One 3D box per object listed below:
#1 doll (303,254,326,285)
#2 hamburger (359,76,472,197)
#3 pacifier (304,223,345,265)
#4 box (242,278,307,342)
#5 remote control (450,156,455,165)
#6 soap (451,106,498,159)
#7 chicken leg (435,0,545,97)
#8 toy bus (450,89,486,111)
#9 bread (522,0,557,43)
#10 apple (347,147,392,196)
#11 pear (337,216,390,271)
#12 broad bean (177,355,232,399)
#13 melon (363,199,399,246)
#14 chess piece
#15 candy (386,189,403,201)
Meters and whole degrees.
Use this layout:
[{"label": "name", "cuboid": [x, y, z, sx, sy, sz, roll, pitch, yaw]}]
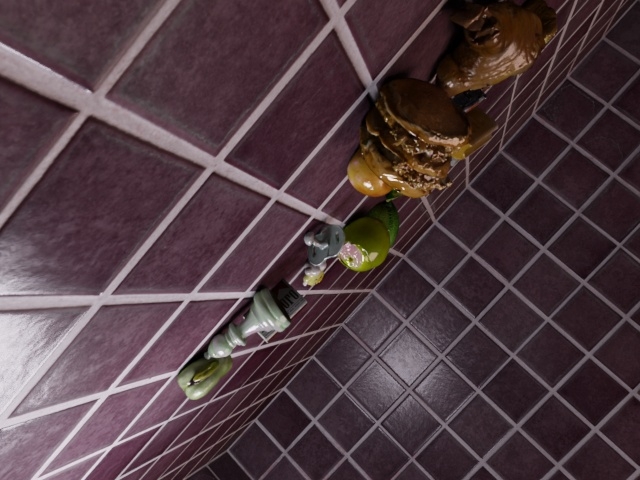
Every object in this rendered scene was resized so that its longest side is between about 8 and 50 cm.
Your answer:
[{"label": "doll", "cuboid": [-0.019, 0.103, 1.820, 0.106, 0.062, 0.162, -47, 165, -19]}, {"label": "hamburger", "cuboid": [0.211, -0.225, 1.215, 0.245, 0.260, 0.211, -41, 170, -51]}, {"label": "pacifier", "cuboid": [0.000, 0.000, 1.575, 0.116, 0.127, 0.150, 26, 143, -37]}, {"label": "box", "cuboid": [-0.141, 0.219, 1.673, 0.177, 0.115, 0.036, -44, 159, -15]}, {"label": "remote control", "cuboid": [0.566, -0.385, 2.219, 0.097, 0.045, 0.256, -46, 162, -9]}, {"label": "soap", "cuboid": [0.456, -0.358, 1.746, 0.257, 0.160, 0.080, -35, 160, -41]}, {"label": "chicken leg", "cuboid": [0.383, -0.464, 1.306, 0.295, 0.182, 0.409, -36, 168, 30]}, {"label": "toy bus", "cuboid": [0.443, -0.433, 1.687, 0.174, 0.079, 0.077, -37, 172, -33]}, {"label": "bread", "cuboid": [0.631, -0.631, 1.581, 0.140, 0.128, 0.069, -44, 170, -9]}, {"label": "apple", "cuboid": [0.143, -0.181, 1.394, 0.146, 0.146, 0.146, -43, 165, -14]}, {"label": "pear", "cuboid": [0.155, 0.009, 1.847, 0.187, 0.187, 0.219, -58, 172, 36]}, {"label": "broad bean", "cuboid": [-0.349, 0.405, 1.639, 0.169, 0.100, 0.228, -37, 176, -8]}, {"label": "melon", "cuboid": [0.238, -0.051, 2.017, 0.265, 0.129, 0.169, -26, 152, -52]}, {"label": "chess piece", "cuboid": [-0.229, 0.269, 1.580, 0.271, 0.139, 0.139, -36, 165, -1]}, {"label": "candy", "cuboid": [0.288, -0.191, 1.899, 0.102, 0.032, 0.178, -16, 162, -5]}]
